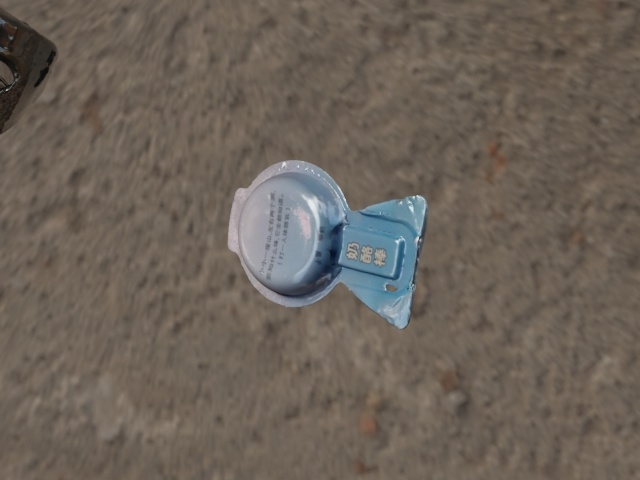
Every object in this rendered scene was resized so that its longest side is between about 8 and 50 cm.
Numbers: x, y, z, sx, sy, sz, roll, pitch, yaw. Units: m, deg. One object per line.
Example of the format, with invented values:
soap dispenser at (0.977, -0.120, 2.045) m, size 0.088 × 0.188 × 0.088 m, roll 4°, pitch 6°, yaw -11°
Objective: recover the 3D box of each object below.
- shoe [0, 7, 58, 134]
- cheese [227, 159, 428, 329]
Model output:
shoe at (-0.219, -0.098, 1.126) m, size 0.108 × 0.241 × 0.093 m, roll 33°, pitch 86°, yaw -1°
cheese at (0.000, 0.000, 1.729) m, size 0.052 × 0.244 × 0.135 m, roll 1°, pitch 99°, yaw -46°
